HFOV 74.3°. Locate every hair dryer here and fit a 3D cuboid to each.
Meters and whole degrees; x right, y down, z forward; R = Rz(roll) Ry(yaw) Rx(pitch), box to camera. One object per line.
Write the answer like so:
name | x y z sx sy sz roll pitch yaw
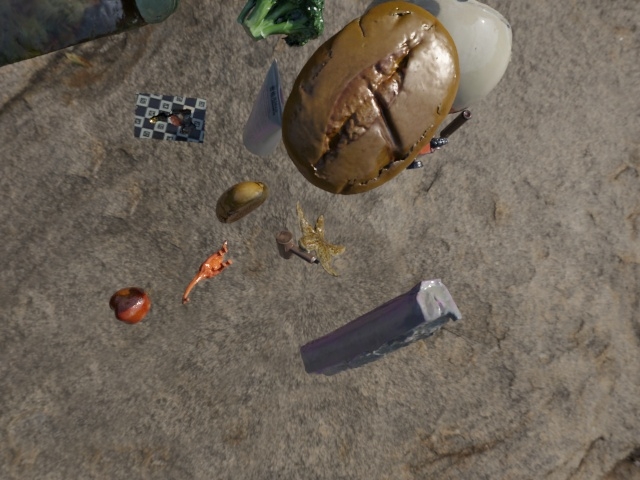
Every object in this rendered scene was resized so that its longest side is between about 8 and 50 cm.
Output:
hair dryer | -0.079 0.045 1.529 0.182 0.117 0.064 29 61 22

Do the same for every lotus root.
lotus root | -0.472 -0.418 0.731 0.314 0.142 0.210 -22 111 13

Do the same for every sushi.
sushi | -0.437 -0.352 1.231 0.201 0.031 0.139 3 83 -9

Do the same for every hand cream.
hand cream | -0.152 -0.358 1.242 0.118 0.359 0.185 -4 84 -18

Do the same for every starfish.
starfish | 0.000 0.000 1.328 0.062 0.236 0.277 -43 69 30

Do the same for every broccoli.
broccoli | -0.130 -0.731 1.305 0.275 0.308 0.308 -43 86 -2

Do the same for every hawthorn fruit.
hawthorn fruit | -0.607 0.210 1.371 0.140 0.125 0.125 -9 83 -25

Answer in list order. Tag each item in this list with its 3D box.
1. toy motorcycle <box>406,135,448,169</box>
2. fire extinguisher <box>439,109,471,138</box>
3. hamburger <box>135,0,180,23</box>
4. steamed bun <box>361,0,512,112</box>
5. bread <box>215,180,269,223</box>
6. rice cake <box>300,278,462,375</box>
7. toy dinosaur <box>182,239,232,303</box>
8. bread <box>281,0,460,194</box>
toy motorcycle | 0.176 -0.215 1.000 0.298 0.171 0.089 -17 109 -45
fire extinguisher | 0.374 -0.324 1.190 0.035 0.173 0.048 9 80 -8
hamburger | -0.263 -0.417 0.681 0.084 0.054 0.121 12 125 22
steamed bun | 0.257 -0.435 1.034 0.375 0.374 0.241 16 106 0
bread | -0.208 -0.105 1.095 0.114 0.189 0.077 -26 90 -47
rice cake | 0.050 0.109 0.476 0.049 0.270 0.055 10 61 -26
toy dinosaur | -0.294 0.075 1.134 0.101 0.279 0.055 -35 103 20
bread | 0.065 -0.191 0.595 0.195 0.142 0.269 43 93 -13
